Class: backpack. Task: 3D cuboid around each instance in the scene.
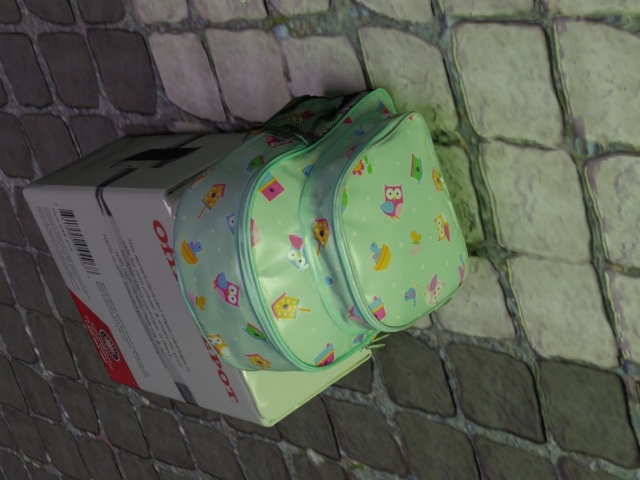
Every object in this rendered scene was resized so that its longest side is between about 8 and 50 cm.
[{"bbox_3d":[0.000,0.000,0.921,0.144,0.188,0.166,6,121,48],"label":"backpack"}]

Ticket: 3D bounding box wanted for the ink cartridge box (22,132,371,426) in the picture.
[{"bbox_3d":[-0.106,0.023,1.104,0.273,0.114,0.197,6,123,57],"label":"ink cartridge box"}]
